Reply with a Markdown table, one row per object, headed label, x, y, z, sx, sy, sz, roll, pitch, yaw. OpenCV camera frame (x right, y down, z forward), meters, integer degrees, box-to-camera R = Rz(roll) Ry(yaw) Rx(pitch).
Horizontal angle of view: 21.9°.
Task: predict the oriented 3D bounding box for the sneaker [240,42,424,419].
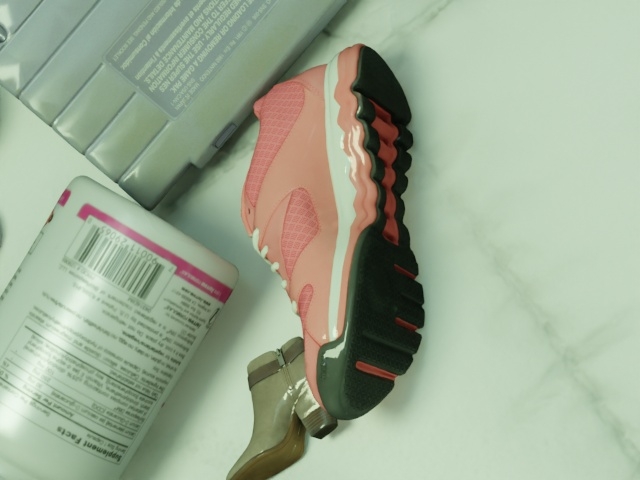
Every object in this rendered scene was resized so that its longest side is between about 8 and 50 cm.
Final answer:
| label | x | y | z | sx | sy | sz | roll | pitch | yaw |
| --- | --- | --- | --- | --- | --- | --- | --- | --- | --- |
| sneaker | 0.000 | 0.000 | 1.333 | 0.136 | 0.116 | 0.313 | -13 | 63 | 28 |

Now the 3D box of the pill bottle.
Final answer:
| label | x | y | z | sx | sy | sz | roll | pitch | yaw |
| --- | --- | --- | --- | --- | --- | --- | --- | --- | --- |
| pill bottle | -0.202 | 0.105 | 1.336 | 0.160 | 0.160 | 0.283 | 30 | 86 | 26 |

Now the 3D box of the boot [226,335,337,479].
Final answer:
| label | x | y | z | sx | sy | sz | roll | pitch | yaw |
| --- | --- | --- | --- | --- | --- | --- | --- | --- | --- |
| boot | -0.039 | 0.136 | 1.334 | 0.118 | 0.042 | 0.087 | -32 | 59 | 8 |

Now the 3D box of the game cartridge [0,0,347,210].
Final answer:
| label | x | y | z | sx | sy | sz | roll | pitch | yaw |
| --- | --- | --- | --- | --- | --- | --- | --- | --- | --- |
| game cartridge | -0.110 | -0.225 | 1.410 | 0.230 | 0.068 | 0.355 | 41 | 92 | -4 |
